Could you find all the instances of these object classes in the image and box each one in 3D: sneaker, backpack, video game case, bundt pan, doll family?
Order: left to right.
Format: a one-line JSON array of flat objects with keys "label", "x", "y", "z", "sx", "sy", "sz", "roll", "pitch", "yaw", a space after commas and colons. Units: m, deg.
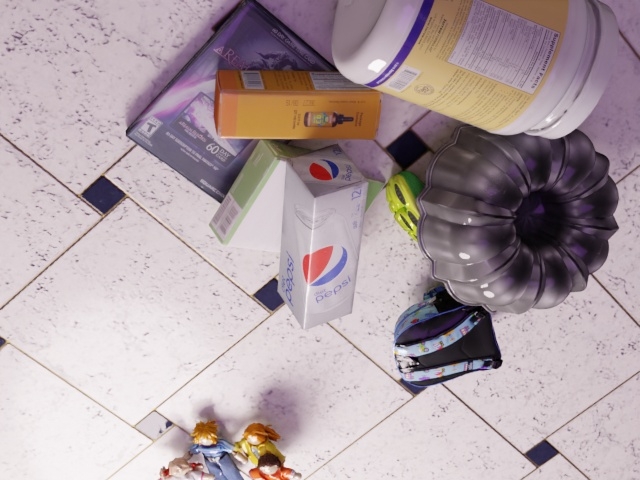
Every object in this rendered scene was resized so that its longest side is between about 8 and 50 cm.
[{"label": "doll family", "x": -0.155, "y": 0.384, "z": 1.977, "sx": 0.262, "sy": 0.118, "sz": 0.163, "roll": -6, "pitch": 132, "yaw": 15}, {"label": "video game case", "x": -0.123, "y": -0.196, "z": 1.643, "sx": 0.196, "sy": 0.026, "sz": 0.274, "roll": 36, "pitch": 111, "yaw": -28}, {"label": "backpack", "x": 0.201, "y": 0.159, "z": 1.878, "sx": 0.173, "sy": 0.117, "sz": 0.158, "roll": -20, "pitch": 124, "yaw": 2}, {"label": "sneaker", "x": 0.221, "y": -0.027, "z": 1.787, "sx": 0.295, "sy": 0.109, "sz": 0.123, "roll": 37, "pitch": 82, "yaw": -24}, {"label": "bundt pan", "x": 0.317, "y": -0.036, "z": 1.698, "sx": 0.330, "sy": 0.124, "sz": 0.331, "roll": -5, "pitch": 104, "yaw": -22}]

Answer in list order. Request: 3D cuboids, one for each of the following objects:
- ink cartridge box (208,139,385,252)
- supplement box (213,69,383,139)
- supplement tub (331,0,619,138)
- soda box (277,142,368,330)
[{"label": "ink cartridge box", "x": -0.034, "y": -0.057, "z": 1.734, "sx": 0.235, "sy": 0.056, "sz": 0.171, "roll": 8, "pitch": 124, "yaw": -44}, {"label": "supplement box", "x": -0.033, "y": -0.194, "z": 1.601, "sx": 0.233, "sy": 0.080, "sz": 0.078, "roll": 1, "pitch": 123, "yaw": -10}, {"label": "supplement tub", "x": 0.207, "y": -0.283, "z": 1.519, "sx": 0.331, "sy": 0.241, "sz": 0.241, "roll": 17, "pitch": 118, "yaw": -21}, {"label": "soda box", "x": 0.000, "y": 0.000, "z": 1.698, "sx": 0.091, "sy": 0.098, "sz": 0.286, "roll": -18, "pitch": 139, "yaw": -22}]
